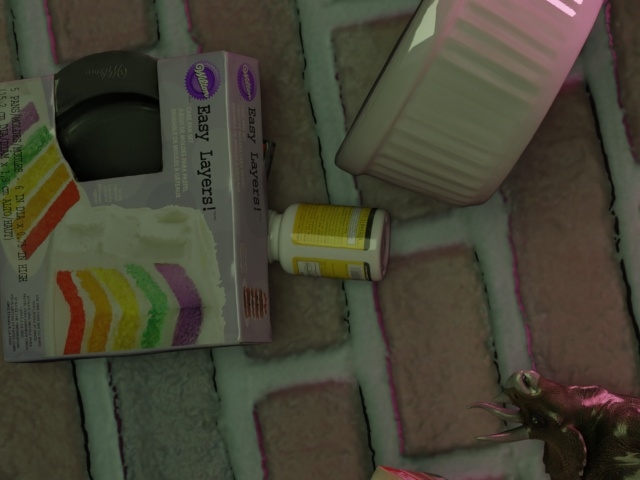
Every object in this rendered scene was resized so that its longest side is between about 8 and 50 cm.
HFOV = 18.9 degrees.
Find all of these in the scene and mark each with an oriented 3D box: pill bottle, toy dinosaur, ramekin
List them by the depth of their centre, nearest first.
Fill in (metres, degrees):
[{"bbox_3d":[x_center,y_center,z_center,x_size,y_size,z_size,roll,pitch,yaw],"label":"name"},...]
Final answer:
[{"bbox_3d":[0.128,-0.150,1.575,0.127,0.273,0.273,29,92,-1],"label":"ramekin"},{"bbox_3d":[0.286,0.207,1.611,0.160,0.121,0.313,-41,85,18],"label":"toy dinosaur"},{"bbox_3d":[0.000,0.000,1.682,0.116,0.065,0.065,5,88,10],"label":"pill bottle"}]

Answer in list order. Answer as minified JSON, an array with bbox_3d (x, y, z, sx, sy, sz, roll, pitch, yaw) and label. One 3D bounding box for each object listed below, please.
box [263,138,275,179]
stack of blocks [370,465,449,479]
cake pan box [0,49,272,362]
[{"bbox_3d":[-0.100,-0.031,1.721,0.094,0.027,0.137,12,89,10],"label":"box"},{"bbox_3d":[0.184,0.290,1.577,0.297,0.171,0.087,25,91,29],"label":"stack of blocks"},{"bbox_3d":[-0.167,-0.030,1.686,0.246,0.070,0.266,-4,85,23],"label":"cake pan box"}]
